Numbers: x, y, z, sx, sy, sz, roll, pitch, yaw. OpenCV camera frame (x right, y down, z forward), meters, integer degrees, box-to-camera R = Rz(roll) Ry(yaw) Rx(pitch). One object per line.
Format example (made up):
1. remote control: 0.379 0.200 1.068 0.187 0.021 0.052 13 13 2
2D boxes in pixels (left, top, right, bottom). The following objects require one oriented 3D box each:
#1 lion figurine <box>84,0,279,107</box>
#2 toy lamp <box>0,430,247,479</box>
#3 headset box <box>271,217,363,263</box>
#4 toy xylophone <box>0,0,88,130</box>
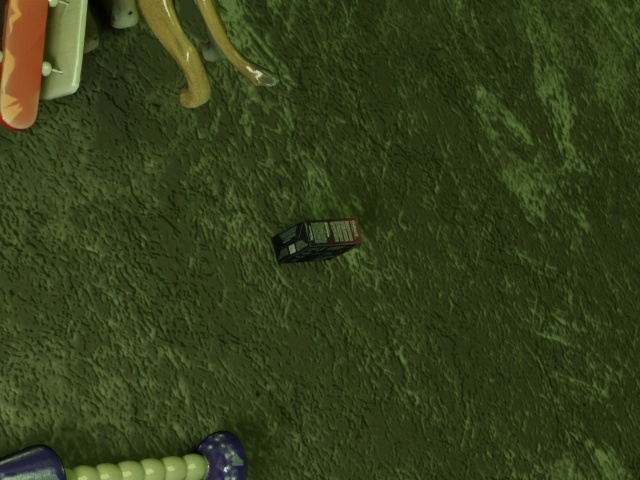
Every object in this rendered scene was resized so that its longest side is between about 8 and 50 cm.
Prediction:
1. lion figurine: -0.193 -0.289 1.944 0.142 0.392 0.240 -33 127 -36
2. toy lamp: -0.199 0.227 1.873 0.274 0.080 0.080 1 71 -39
3. headset box: 0.000 0.000 2.131 0.083 0.062 0.032 -5 76 -38
4. toy xylophone: -0.369 -0.189 1.822 0.322 0.081 0.236 5 76 -35
